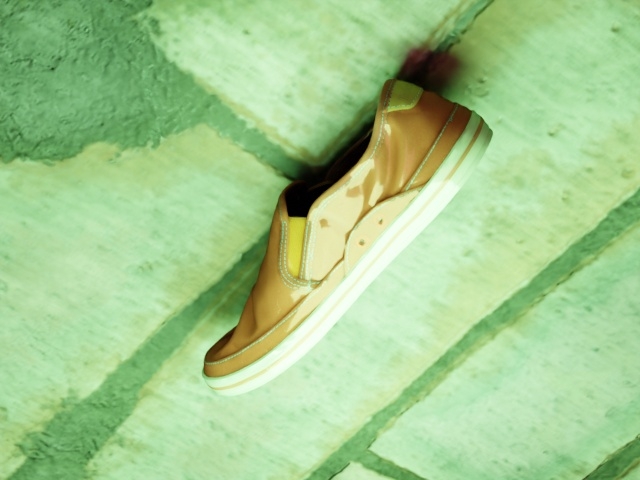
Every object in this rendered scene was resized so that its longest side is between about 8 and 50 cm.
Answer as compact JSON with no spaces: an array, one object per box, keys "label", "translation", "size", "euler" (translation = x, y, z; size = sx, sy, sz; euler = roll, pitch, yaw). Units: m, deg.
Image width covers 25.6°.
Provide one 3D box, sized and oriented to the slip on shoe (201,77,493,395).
[{"label":"slip on shoe","translation":[0.000,0.000,1.145],"size":[0.101,0.123,0.331],"euler":[37,117,-7]}]
